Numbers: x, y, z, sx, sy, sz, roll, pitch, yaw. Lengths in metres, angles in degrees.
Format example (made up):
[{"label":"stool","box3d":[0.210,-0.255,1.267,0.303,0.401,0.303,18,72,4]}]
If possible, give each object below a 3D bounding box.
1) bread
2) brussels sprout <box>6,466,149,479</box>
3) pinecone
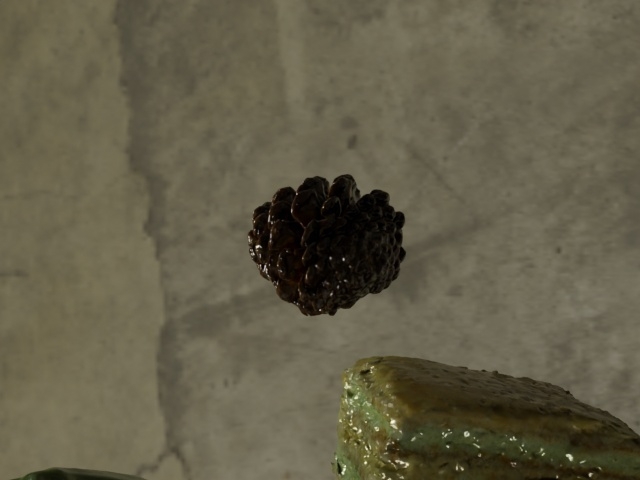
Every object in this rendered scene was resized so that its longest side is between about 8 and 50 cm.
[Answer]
[{"label":"bread","box3d":[0.111,0.140,0.898,0.138,0.196,0.102,-125,44,-78]},{"label":"brussels sprout","box3d":[-0.152,0.229,0.803,0.244,0.244,0.244,-2,87,43]},{"label":"pinecone","box3d":[0.000,0.000,0.730,0.083,0.077,0.077,26,106,41]}]
